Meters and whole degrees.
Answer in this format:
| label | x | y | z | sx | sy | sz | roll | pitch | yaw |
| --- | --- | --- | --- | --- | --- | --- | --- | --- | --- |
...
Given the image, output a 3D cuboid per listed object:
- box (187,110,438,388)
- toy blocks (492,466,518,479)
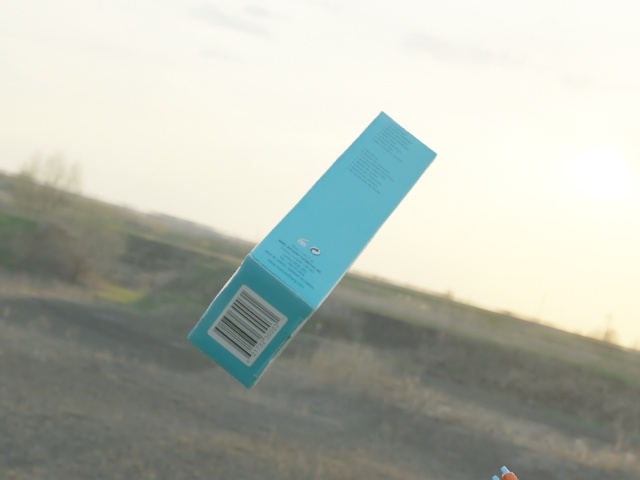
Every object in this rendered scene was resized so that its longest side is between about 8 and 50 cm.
| label | x | y | z | sx | sy | sz | roll | pitch | yaw |
| --- | --- | --- | --- | --- | --- | --- | --- | --- | --- |
| box | 0.000 | 0.000 | 1.012 | 0.060 | 0.100 | 0.244 | 39 | 37 | 1 |
| toy blocks | 0.259 | 0.338 | 1.737 | 0.148 | 0.054 | 0.123 | 54 | -2 | 40 |
